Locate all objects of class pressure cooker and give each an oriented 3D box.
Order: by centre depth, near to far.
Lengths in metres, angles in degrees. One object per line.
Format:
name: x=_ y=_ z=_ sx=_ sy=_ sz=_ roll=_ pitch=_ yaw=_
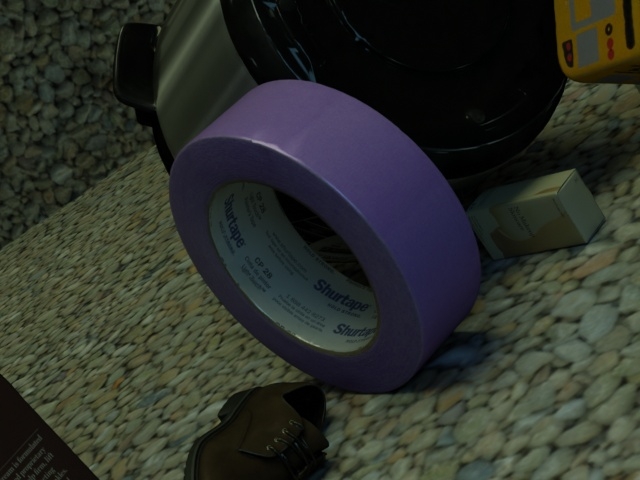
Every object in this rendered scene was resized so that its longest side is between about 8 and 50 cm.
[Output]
pressure cooker: x=0.023 y=-0.172 z=1.414 sx=0.375 sy=0.370 sz=0.420 roll=-41 pitch=1 yaw=-28

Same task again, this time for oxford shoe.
oxford shoe: x=-0.047 y=0.178 z=1.116 sx=0.096 sy=0.082 sz=0.227 roll=-21 pitch=22 yaw=23

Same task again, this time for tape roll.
tape roll: x=0.000 y=0.000 z=1.182 sx=0.090 sy=0.274 sz=0.275 roll=-45 pitch=21 yaw=-32

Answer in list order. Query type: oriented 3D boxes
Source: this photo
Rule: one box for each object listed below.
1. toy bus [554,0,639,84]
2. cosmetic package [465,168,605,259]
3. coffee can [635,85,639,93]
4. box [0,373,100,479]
toy bus: x=0.352 y=-0.174 z=1.038 sx=0.333 sy=0.108 sz=0.130 roll=-1 pitch=-6 yaw=-24
cosmetic package: x=0.195 y=-0.022 z=1.259 sx=0.115 sy=0.060 sz=0.041 roll=-15 pitch=26 yaw=50
coffee can: x=0.338 y=-0.236 z=1.214 sx=0.202 sy=0.275 sz=0.201 roll=-30 pitch=17 yaw=10
box: x=-0.299 y=0.242 z=1.134 sx=0.167 sy=0.203 sz=0.168 roll=-36 pitch=9 yaw=38
